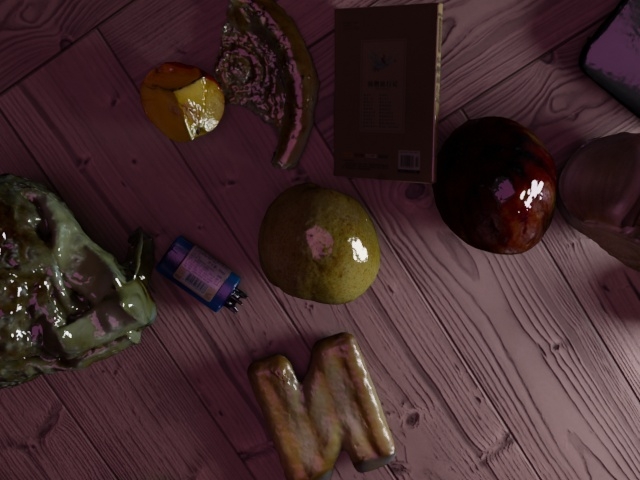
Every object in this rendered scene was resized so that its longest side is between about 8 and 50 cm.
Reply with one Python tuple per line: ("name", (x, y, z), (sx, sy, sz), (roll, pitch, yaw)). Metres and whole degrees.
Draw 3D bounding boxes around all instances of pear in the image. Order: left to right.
("pear", (0.000, 0.000, 1.473), (0.228, 0.188, 0.211), (8, 108, 1))

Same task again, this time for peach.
("peach", (-0.256, -0.255, 1.480), (0.151, 0.118, 0.151), (-9, 120, -17))

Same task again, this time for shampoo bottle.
("shampoo bottle", (-0.225, 0.075, 1.569), (0.183, 0.050, 0.087), (36, 98, -3))

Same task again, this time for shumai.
("shumai", (-0.461, 0.093, 1.434), (0.347, 0.395, 0.395), (8, 101, 3))

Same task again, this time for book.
("book", (0.117, -0.265, 1.450), (0.216, 0.021, 0.311), (8, 103, 35))

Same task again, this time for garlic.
("garlic", (0.554, -0.086, 1.417), (0.210, 0.237, 0.292), (35, 67, -13))

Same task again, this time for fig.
("fig", (0.316, -0.090, 1.431), (0.223, 0.224, 0.263), (-17, 105, 6))

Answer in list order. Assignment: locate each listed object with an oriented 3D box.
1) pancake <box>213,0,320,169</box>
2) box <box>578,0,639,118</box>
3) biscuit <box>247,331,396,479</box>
("pancake", (-0.111, -0.311, 1.491), (0.197, 0.054, 0.377), (-21, 98, 7))
("box", (0.650, -0.350, 1.436), (0.289, 0.073, 0.290), (36, 100, -5))
("biscuit", (0.003, 0.342, 1.601), (0.236, 0.062, 0.291), (-21, 99, 7))
